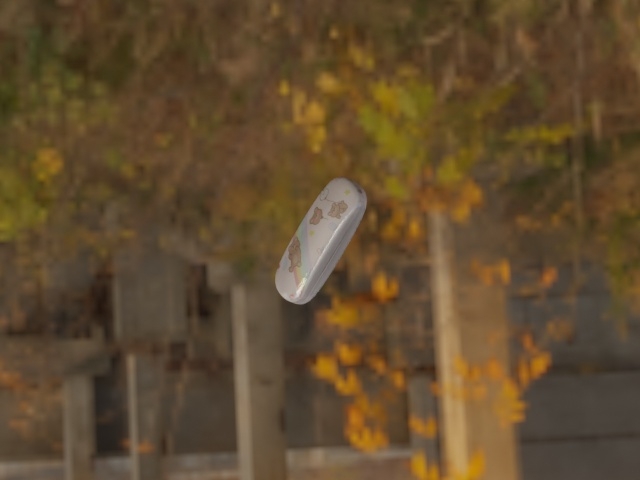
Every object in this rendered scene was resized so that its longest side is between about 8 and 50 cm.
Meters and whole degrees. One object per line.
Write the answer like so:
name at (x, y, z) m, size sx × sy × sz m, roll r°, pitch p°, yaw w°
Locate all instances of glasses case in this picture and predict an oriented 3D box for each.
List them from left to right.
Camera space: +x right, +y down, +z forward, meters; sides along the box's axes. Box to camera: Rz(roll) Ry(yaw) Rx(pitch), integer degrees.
glasses case at (0.000, 0.000, 1.166) m, size 0.021 × 0.083 × 0.032 m, roll 20°, pitch -162°, yaw -41°
